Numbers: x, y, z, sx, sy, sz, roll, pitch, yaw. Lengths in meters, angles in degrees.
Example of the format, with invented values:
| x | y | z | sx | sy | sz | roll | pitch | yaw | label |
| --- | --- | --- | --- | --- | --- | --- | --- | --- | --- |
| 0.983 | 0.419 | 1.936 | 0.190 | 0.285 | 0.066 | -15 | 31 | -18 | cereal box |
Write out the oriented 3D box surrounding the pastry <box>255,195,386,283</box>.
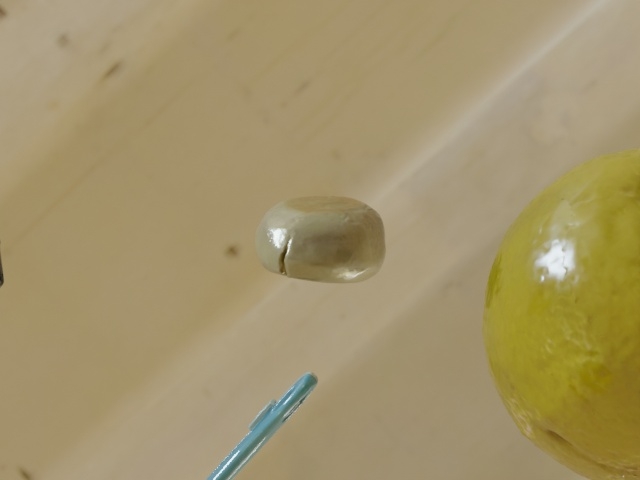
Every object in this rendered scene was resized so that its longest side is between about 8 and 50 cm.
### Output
| x | y | z | sx | sy | sz | roll | pitch | yaw | label |
| --- | --- | --- | --- | --- | --- | --- | --- | --- | --- |
| 0.000 | 0.000 | 2.233 | 0.156 | 0.156 | 0.092 | -28 | -63 | -62 | pastry |

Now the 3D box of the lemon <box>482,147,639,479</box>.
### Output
| x | y | z | sx | sy | sz | roll | pitch | yaw | label |
| --- | --- | --- | --- | --- | --- | --- | --- | --- | --- |
| 0.313 | 0.078 | 1.836 | 0.348 | 0.348 | 0.348 | 36 | -150 | -25 | lemon |

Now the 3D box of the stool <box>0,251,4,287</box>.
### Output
| x | y | z | sx | sy | sz | roll | pitch | yaw | label |
| --- | --- | --- | --- | --- | --- | --- | --- | --- | --- |
| -0.411 | 0.006 | 1.756 | 0.232 | 0.232 | 0.141 | 24 | -139 | -40 | stool |

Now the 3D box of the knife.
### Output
| x | y | z | sx | sy | sz | roll | pitch | yaw | label |
| --- | --- | --- | --- | --- | --- | --- | --- | --- | --- |
| -0.082 | 0.236 | 2.254 | 0.031 | 0.222 | 0.064 | 42 | -171 | -1 | knife |
